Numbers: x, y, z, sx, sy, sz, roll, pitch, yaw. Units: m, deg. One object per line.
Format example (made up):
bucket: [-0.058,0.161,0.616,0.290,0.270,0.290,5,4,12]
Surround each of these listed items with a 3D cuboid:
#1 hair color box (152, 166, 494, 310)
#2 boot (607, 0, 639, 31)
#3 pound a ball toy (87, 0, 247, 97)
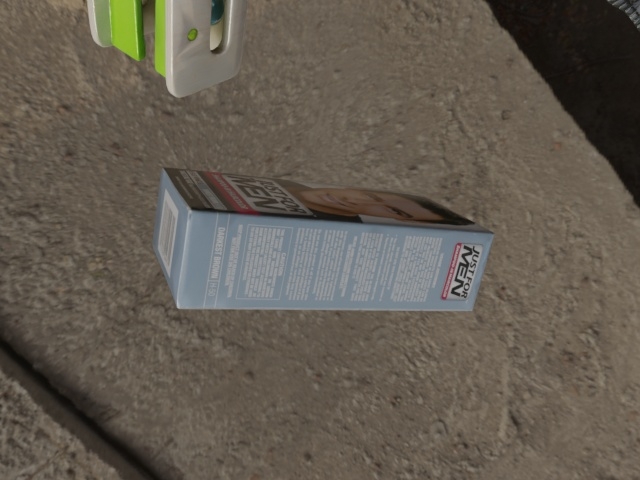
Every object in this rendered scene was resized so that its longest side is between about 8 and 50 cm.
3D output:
hair color box: [0.000,0.000,0.746,0.375,0.185,0.113,4,108,-25]
boot: [0.433,-0.381,0.837,0.198,0.077,0.137,41,46,-30]
pound a ball toy: [-0.149,-0.325,0.535,0.208,0.319,0.136,35,48,20]
